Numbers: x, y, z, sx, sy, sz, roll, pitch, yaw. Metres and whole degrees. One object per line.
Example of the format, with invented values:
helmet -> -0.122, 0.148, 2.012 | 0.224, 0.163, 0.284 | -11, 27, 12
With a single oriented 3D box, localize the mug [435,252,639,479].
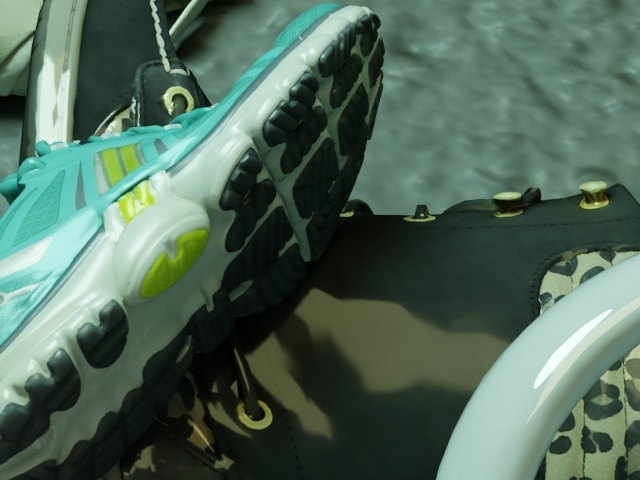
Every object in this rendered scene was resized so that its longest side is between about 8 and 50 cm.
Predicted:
mug -> 0.165, 0.177, 0.593 | 0.328, 0.374, 0.276 | -23, 7, -17

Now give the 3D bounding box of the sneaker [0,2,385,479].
sneaker -> -0.073, -0.016, 0.771 | 0.110, 0.107, 0.275 | 30, 57, 27

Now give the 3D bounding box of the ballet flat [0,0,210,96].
ballet flat -> -0.132, -0.129, 1.075 | 0.086, 0.086, 0.248 | 33, 47, 25

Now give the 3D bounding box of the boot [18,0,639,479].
boot -> 0.000, 0.000, 0.906 | 0.284, 0.138, 0.377 | 1, 47, -7
